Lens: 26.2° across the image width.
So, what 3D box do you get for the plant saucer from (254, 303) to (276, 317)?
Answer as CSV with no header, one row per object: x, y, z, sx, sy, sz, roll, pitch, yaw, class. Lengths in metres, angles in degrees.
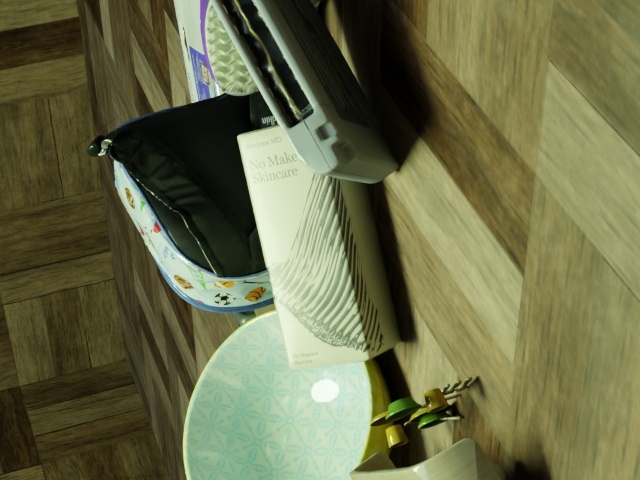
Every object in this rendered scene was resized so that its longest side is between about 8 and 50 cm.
-0.069,0.038,2.008,0.278,0.041,0.277,167,90,-74,plant saucer

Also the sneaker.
-0.097,-0.315,1.589,0.146,0.102,0.293,-152,58,-75,sneaker

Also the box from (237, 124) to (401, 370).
0.000,0.000,1.548,0.094,0.113,0.275,-21,-82,-61,box

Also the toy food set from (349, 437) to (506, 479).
0.148,0.302,1.377,0.219,0.092,0.306,58,165,3,toy food set

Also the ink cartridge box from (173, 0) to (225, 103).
-0.169,-0.292,2.072,0.208,0.045,0.206,-143,42,-65,ink cartridge box

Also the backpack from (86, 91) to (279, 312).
-0.116,-0.040,1.727,0.263,0.277,0.213,59,163,30,backpack

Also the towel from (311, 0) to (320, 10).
-0.037,-0.340,1.584,0.285,0.034,0.209,115,141,-64,towel

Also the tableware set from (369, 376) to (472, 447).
0.099,0.183,1.410,0.154,0.104,0.024,113,140,-67,tableware set

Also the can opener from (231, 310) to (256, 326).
-0.175,0.079,2.317,0.283,0.095,0.076,-137,36,-64,can opener

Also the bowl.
-0.012,0.240,1.697,0.156,0.289,0.289,28,-151,-48,bowl

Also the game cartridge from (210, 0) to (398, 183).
-0.026,-0.190,1.410,0.294,0.060,0.196,62,-159,11,game cartridge
